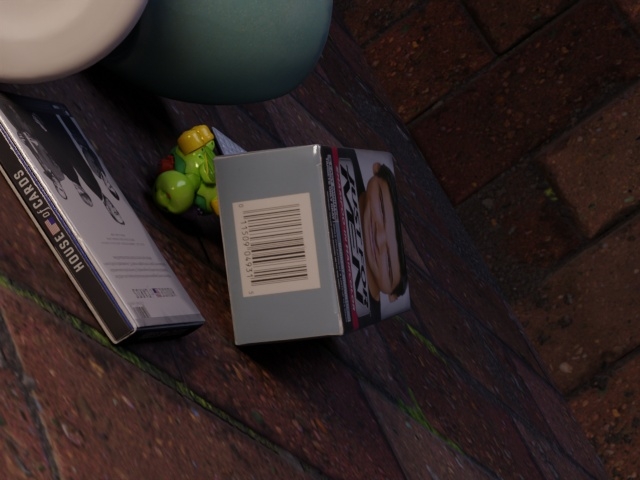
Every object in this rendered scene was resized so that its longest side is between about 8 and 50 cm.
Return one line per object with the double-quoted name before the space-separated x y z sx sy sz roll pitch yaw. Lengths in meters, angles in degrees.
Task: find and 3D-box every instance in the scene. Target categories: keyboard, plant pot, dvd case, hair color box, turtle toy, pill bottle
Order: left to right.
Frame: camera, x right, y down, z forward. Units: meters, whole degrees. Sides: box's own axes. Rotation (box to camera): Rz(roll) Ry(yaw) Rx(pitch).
"pill bottle" -0.257 -0.309 1.571 0.229 0.229 0.407 50 12 -23
"dvd case" -0.196 -0.020 1.488 0.238 0.029 0.179 57 11 9
"plant pot" -0.157 -0.270 1.874 0.195 0.290 0.290 -20 71 -40
"turtle toy" -0.129 -0.059 1.773 0.095 0.066 0.130 62 12 -4
"keyboard" -0.073 -0.038 2.080 0.072 0.014 0.256 43 16 -45
"hair color box" 0.000 0.000 1.848 0.374 0.114 0.185 -8 91 -78
